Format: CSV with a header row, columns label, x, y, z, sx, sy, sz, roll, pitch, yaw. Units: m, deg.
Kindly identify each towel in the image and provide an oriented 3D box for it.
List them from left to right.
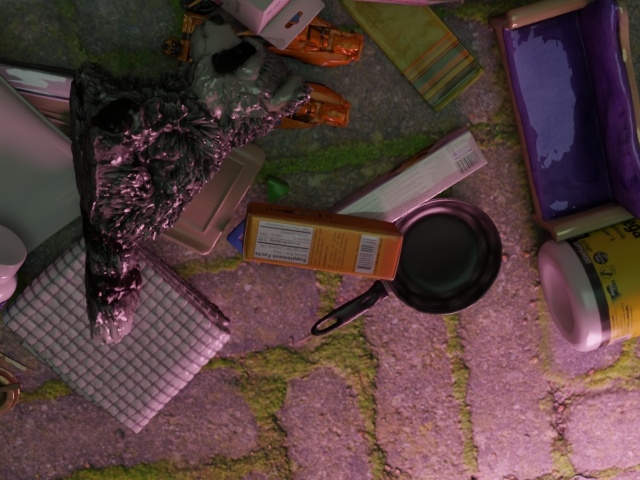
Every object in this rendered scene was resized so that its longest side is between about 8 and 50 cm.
label,x,y,z,sx,sy,sz,roll,pitch,yaw
towel,-0.314,0.125,1.392,0.235,0.121,0.284,-45,106,7
towel,0.143,-0.315,1.381,0.102,0.021,0.237,-43,104,4

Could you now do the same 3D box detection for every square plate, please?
label,x,y,z,sx,sy,sz,roll,pitch,yaw
square plate,-0.529,-0.105,1.279,0.347,0.049,0.344,-34,122,16

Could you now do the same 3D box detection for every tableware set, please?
label,x,y,z,sx,sy,sz,roll,pitch,yaw
tableware set,-0.573,0.217,1.423,0.194,0.039,0.128,31,99,-13

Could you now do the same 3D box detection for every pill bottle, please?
label,x,y,z,sx,sy,sz,roll,pitch,yaw
pill bottle,-0.509,0.065,1.306,0.112,0.112,0.186,36,117,-14
pill bottle,0.536,0.043,1.431,0.334,0.188,0.187,-17,105,-3

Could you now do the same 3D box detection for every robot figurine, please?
label,x,y,z,sx,sy,sz,roll,pitch,yaw
robot figurine,-0.091,-0.264,1.334,0.291,0.085,0.211,8,102,-9

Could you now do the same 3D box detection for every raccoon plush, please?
label,x,y,z,sx,sy,sz,roll,pitch,yaw
raccoon plush,-0.184,-0.088,1.251,0.299,0.216,0.446,-6,129,-23

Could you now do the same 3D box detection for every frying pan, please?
label,x,y,z,sx,sy,sz,roll,pitch,yaw
frying pan,0.156,0.074,1.466,0.197,0.053,0.326,37,99,-14

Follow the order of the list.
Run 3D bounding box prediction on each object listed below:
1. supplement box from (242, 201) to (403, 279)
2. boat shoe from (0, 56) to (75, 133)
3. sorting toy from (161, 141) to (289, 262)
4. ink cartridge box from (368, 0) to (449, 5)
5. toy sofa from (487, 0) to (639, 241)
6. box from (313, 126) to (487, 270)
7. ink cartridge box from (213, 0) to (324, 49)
label,x,y,z,sx,sy,sz,roll,pitch,yaw
supplement box,0.000,0.000,1.349,0.234,0.078,0.080,10,105,-8
boat shoe,-0.471,-0.215,1.293,0.303,0.109,0.094,8,105,-11
sorting toy,-0.207,-0.098,1.371,0.348,0.047,0.196,27,108,-16
ink cartridge box,0.173,-0.429,1.189,0.198,0.270,0.197,-10,101,-43
toy sofa,0.382,-0.189,1.361,0.150,0.177,0.362,-17,106,-3
box,0.107,-0.068,1.417,0.324,0.063,0.067,-33,104,2
ink cartridge box,-0.095,-0.375,1.267,0.198,0.067,0.115,38,69,2
